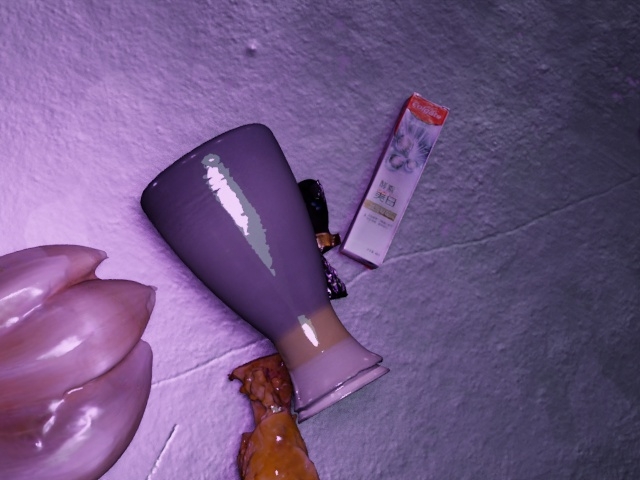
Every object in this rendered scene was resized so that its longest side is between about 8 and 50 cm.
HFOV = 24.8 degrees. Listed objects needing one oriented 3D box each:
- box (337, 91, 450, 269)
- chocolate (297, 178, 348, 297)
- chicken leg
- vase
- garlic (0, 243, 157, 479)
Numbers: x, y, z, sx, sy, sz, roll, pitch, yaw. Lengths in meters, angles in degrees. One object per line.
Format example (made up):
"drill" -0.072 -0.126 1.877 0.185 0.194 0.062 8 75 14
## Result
"box" 0.090 -0.073 1.781 0.055 0.039 0.218 25 79 -8
"chocolate" -0.001 0.001 1.739 0.070 0.072 0.147 2 89 -23
"chicken leg" -0.007 0.329 1.678 0.295 0.182 0.409 0 68 -23
"vase" -0.052 0.041 1.647 0.173 0.173 0.321 -31 84 -14
"garlic" -0.320 0.153 1.619 0.325 0.132 0.279 -16 97 -9
